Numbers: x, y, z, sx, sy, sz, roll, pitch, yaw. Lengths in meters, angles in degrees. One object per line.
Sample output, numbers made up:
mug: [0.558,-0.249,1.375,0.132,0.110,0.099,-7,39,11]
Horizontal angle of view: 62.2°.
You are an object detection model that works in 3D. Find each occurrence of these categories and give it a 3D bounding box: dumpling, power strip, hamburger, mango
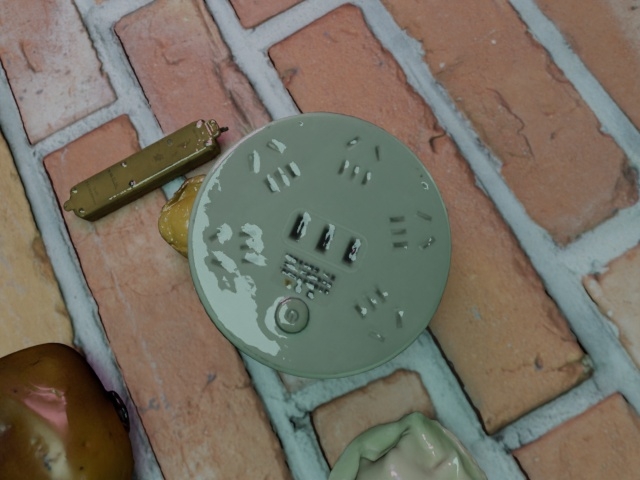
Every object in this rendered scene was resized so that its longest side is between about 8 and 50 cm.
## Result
dumpling: [0.096,0.331,0.696,0.252,0.131,0.179,-38,52,19]
power strip: [0.000,0.000,0.719,0.357,0.161,0.357,1,81,-8]
power strip: [-0.290,-0.120,0.897,0.305,0.044,0.064,-28,73,1]
hamburger: [-0.174,-0.032,0.837,0.147,0.083,0.138,32,85,16]
mango: [-0.385,0.276,0.749,0.287,0.152,0.201,36,91,17]
